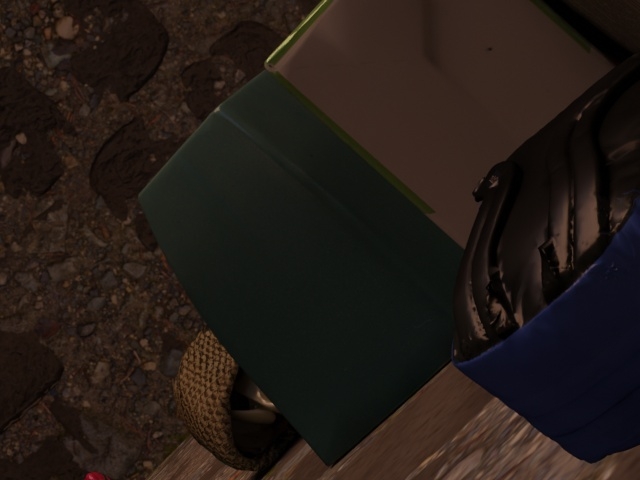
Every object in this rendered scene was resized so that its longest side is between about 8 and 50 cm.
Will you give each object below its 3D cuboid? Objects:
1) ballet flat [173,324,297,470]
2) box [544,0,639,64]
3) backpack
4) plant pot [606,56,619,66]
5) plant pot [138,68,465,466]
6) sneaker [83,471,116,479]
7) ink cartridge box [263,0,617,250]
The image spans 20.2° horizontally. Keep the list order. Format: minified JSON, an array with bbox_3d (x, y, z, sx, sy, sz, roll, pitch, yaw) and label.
[{"bbox_3d":[0.042,0.008,1.623,0.482,0.164,0.182,-57,31,6],"label":"ballet flat"},{"bbox_3d":[0.156,-0.153,0.813,0.121,0.148,0.311,-53,11,6],"label":"box"},{"bbox_3d":[0.101,0.009,0.553,0.098,0.101,0.120,-48,8,34],"label":"backpack"},{"bbox_3d":[0.195,-0.170,1.438,0.191,0.191,0.174,-45,-2,39],"label":"plant pot"},{"bbox_3d":[0.000,0.000,1.290,0.166,0.234,0.165,-44,2,31],"label":"plant pot"},{"bbox_3d":[-0.230,0.315,1.638,0.121,0.112,0.299,-45,2,19],"label":"sneaker"},{"bbox_3d":[0.092,-0.070,1.020,0.119,0.207,0.353,-48,1,4],"label":"ink cartridge box"}]
